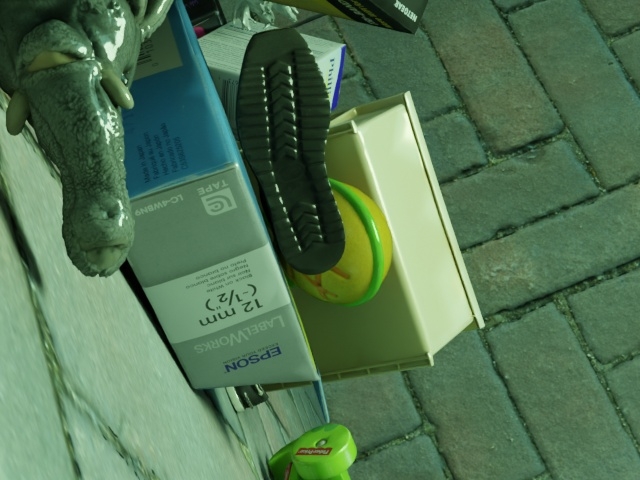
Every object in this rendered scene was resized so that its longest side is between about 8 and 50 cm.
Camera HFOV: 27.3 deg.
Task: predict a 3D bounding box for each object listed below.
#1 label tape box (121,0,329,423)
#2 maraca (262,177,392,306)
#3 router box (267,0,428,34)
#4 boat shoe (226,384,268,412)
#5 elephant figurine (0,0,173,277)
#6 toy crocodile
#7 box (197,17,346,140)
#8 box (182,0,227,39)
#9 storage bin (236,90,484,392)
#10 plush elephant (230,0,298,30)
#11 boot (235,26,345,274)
[{"bbox_3d":[-0.104,-0.013,1.131,0.347,0.115,0.249,75,-5,-48],"label":"label tape box"},{"bbox_3d":[0.000,0.000,1.261,0.186,0.099,0.127,7,-71,55],"label":"maraca"},{"bbox_3d":[-0.088,-0.252,0.906,0.243,0.081,0.309,20,-2,35],"label":"router box"},{"bbox_3d":[-0.091,0.114,1.357,0.046,0.038,0.125,69,-1,-79],"label":"boat shoe"},{"bbox_3d":[-0.147,-0.136,0.702,0.169,0.186,0.239,17,-44,28],"label":"elephant figurine"},{"bbox_3d":[0.005,0.291,1.311,0.340,0.105,0.115,-102,171,-64],"label":"toy crocodile"},{"bbox_3d":[-0.062,-0.154,1.279,0.137,0.126,0.072,-42,144,-53],"label":"box"},{"bbox_3d":[-0.191,-0.271,1.435,0.165,0.143,0.270,68,1,-61],"label":"box"},{"bbox_3d":[-0.002,0.011,1.393,0.123,0.260,0.262,-33,107,-56],"label":"storage bin"},{"bbox_3d":[-0.127,-0.385,1.246,0.330,0.272,0.255,54,-17,27],"label":"plush elephant"},{"bbox_3d":[-0.037,-0.080,1.099,0.137,0.077,0.198,-133,-144,-74],"label":"boot"}]
